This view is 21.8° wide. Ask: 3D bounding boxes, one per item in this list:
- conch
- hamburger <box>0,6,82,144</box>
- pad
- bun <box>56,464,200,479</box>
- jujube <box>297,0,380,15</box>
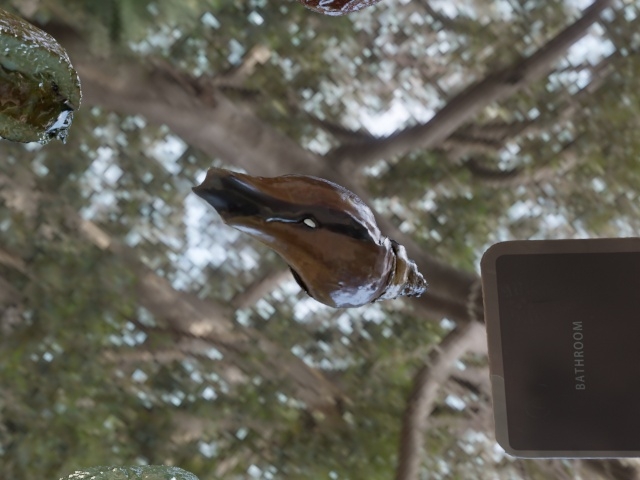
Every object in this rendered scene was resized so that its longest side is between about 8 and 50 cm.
[{"bbox_3d":[0.006,0.000,1.327,0.080,0.233,0.086,22,-106,45],"label":"conch"},{"bbox_3d":[-0.429,-0.224,1.984,0.132,0.309,0.211,-64,-151,11],"label":"hamburger"},{"bbox_3d":[0.248,0.109,1.595,0.176,0.266,0.002,-1,-147,11],"label":"pad"},{"bbox_3d":[-0.119,0.242,1.079,0.118,0.195,0.195,-12,-128,43],"label":"bun"},{"bbox_3d":[0.073,-0.319,1.512,0.290,0.197,0.197,-37,-141,39],"label":"jujube"}]
